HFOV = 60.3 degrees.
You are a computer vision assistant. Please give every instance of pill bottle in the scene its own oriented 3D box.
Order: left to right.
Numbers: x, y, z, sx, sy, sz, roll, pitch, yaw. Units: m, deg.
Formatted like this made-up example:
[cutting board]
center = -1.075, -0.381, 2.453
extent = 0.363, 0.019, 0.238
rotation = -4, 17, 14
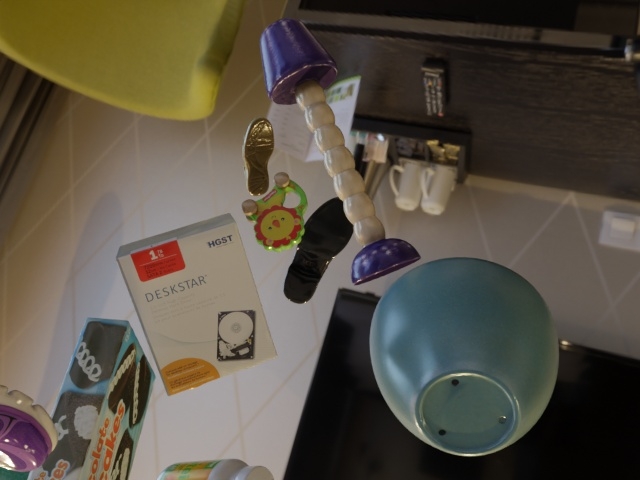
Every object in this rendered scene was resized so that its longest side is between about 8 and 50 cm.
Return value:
[pill bottle]
center = -0.217, 0.525, 1.138
extent = 0.246, 0.136, 0.136
rotation = -18, 149, 31

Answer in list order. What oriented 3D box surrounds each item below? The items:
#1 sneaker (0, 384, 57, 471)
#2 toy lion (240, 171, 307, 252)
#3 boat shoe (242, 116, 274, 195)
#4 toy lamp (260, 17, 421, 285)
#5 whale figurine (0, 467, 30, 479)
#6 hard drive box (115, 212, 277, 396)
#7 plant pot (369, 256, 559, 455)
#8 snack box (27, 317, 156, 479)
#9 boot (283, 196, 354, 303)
[sneaker]
center = -0.243, 0.124, 0.340
extent = 0.068, 0.071, 0.170
rotation = -21, 143, 15
[toy lion]
center = -0.057, -0.035, 0.781
extent = 0.096, 0.100, 0.034
rotation = 42, 166, 21
[boat shoe]
center = -0.116, -0.155, 0.991
extent = 0.056, 0.048, 0.153
rotation = -11, 130, -18
[toy lamp]
center = 0.010, -0.093, 0.549
extent = 0.080, 0.274, 0.080
rotation = -21, 169, -4
[whale figurine]
center = -0.560, 0.434, 0.999
extent = 0.272, 0.216, 0.141
rotation = 38, 176, -3
[hard drive box]
center = -0.189, 0.096, 0.859
extent = 0.181, 0.232, 0.089
rotation = -19, -164, -11
[plant pot]
center = 0.207, 0.194, 0.801
extent = 0.290, 0.290, 0.195
rotation = 15, -158, 6
[snack box]
center = -0.284, 0.279, 0.672
extent = 0.060, 0.321, 0.187
rotation = 5, 144, 0
[boot]
center = 0.000, 0.000, 1.183
extent = 0.091, 0.262, 0.229
rotation = 30, -161, -2
